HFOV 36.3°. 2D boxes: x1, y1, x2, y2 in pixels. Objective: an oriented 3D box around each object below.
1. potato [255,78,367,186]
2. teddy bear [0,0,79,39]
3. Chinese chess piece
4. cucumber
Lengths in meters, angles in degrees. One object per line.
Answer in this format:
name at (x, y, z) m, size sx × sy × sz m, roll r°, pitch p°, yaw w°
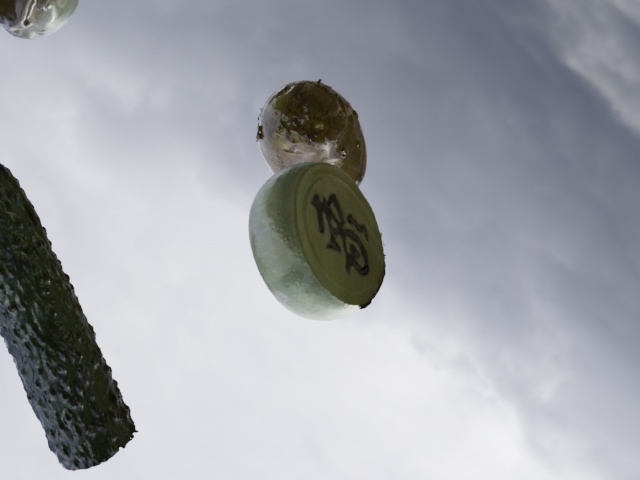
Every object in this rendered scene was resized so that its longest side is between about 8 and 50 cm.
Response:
potato at (-0.011, -0.132, 1.276) m, size 0.137 × 0.137 × 0.176 m, roll -107°, pitch -1°, yaw -48°
teddy bear at (-0.277, -0.174, 0.532) m, size 0.156 × 0.267 × 0.256 m, roll 29°, pitch -115°, yaw 19°
Chinese chess piece at (0.000, 0.000, 0.873) m, size 0.144 × 0.058 × 0.144 m, roll 31°, pitch -131°, yaw -43°
cucumber at (-0.295, 0.068, 0.991) m, size 0.096 × 0.096 × 0.359 m, roll -70°, pitch -37°, yaw -63°
